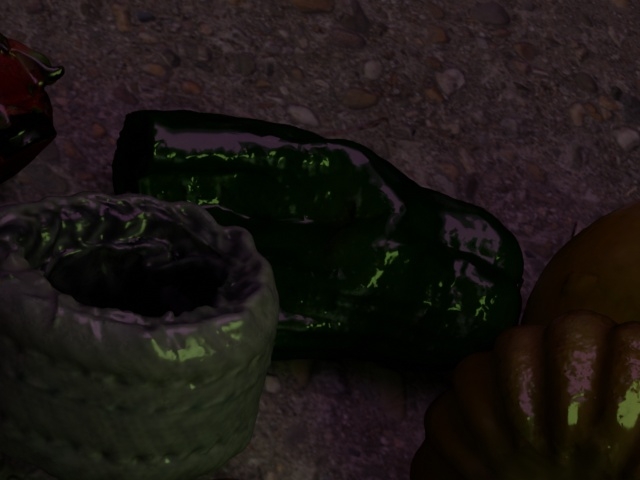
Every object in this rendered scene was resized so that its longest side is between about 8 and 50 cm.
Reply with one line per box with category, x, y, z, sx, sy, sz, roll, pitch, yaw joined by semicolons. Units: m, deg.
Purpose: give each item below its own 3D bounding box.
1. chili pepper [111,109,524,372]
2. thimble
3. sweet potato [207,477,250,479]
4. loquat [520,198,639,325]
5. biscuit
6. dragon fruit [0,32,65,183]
chili pepper;0.004;-0.003;1.709;0.384;0.167;0.213;17;42;-17
thimble;-0.157;0.071;1.506;0.245;0.157;0.217;7;31;-13
sweet potato;-0.080;0.231;1.496;0.291;0.097;0.097;4;49;-19
loquat;0.328;0.106;1.686;0.328;0.359;0.328;3;59;-4
biscuit;0.203;0.217;1.507;0.326;0.326;0.107;47;37;14
dragon fruit;-0.307;-0.129;1.637;0.166;0.160;0.172;-34;86;-11
